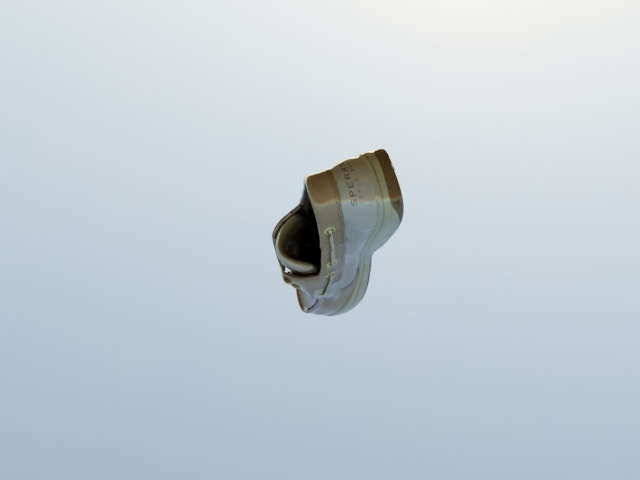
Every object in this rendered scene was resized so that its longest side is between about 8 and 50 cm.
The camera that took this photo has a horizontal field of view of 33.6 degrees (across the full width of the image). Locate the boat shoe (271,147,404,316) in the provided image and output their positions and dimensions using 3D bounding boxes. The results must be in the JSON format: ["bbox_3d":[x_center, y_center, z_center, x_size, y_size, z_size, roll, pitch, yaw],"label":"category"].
[{"bbox_3d":[0.000,0.000,0.504,0.045,0.135,0.050,-10,-116,-17],"label":"boat shoe"}]
